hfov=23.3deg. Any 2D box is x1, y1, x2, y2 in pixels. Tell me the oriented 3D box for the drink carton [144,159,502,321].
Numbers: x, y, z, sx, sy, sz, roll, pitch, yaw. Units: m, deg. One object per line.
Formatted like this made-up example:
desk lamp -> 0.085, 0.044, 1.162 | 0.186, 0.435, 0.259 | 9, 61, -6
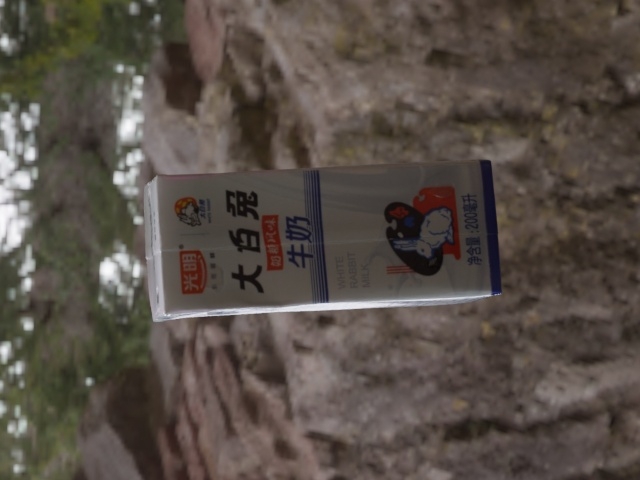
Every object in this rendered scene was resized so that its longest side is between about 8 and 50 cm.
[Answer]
drink carton -> 0.000, 0.000, 1.413 | 0.315, 0.106, 0.131 | -2, -97, -13
